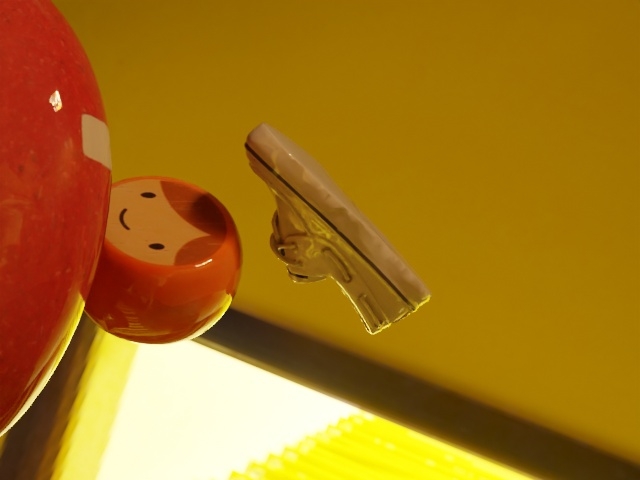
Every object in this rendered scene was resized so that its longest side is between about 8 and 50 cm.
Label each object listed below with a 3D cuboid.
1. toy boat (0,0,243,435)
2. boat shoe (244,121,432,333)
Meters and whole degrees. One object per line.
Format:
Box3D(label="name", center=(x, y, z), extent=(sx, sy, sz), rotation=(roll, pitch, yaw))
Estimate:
Box3D(label="toy boat", center=(-0.099, 0.005, 0.411), extent=(0.231, 0.151, 0.151), rotation=(137, 129, -66))
Box3D(label="boat shoe", center=(0.000, 0.000, 0.444), extent=(0.035, 0.035, 0.100), rotation=(-40, -51, 6))
